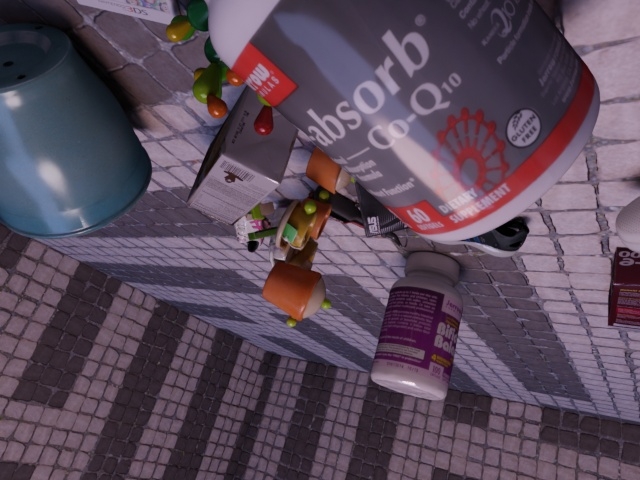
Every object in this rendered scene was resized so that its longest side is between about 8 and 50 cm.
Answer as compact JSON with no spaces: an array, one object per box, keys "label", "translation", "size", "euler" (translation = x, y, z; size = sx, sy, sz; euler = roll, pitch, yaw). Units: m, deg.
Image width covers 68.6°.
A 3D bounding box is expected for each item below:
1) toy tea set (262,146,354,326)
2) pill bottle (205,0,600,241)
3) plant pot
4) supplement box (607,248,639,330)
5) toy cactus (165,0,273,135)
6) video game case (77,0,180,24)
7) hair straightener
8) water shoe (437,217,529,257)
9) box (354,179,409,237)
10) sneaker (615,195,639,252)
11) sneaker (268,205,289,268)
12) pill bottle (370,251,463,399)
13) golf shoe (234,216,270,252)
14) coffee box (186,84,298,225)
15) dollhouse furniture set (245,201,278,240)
[{"label":"toy tea set","translation":[0.000,0.000,0.837],"size":[0.124,0.200,0.336],"euler":[24,135,6]},{"label":"pill bottle","translation":[0.040,-0.181,0.398],"size":[0.362,0.210,0.210],"euler":[38,152,-18]},{"label":"plant pot","translation":[-0.444,-0.187,0.754],"size":[0.271,0.272,0.255],"euler":[13,143,10]},{"label":"supplement box","translation":[0.613,0.101,0.872],"size":[0.130,0.073,0.239],"euler":[3,155,29]},{"label":"toy cactus","translation":[-0.095,-0.233,0.524],"size":[0.112,0.219,0.181],"euler":[-5,132,-35]},{"label":"video game case","translation":[-0.250,-0.332,0.548],"size":[0.143,0.019,0.157],"euler":[15,158,5]},{"label":"hair straightener","translation":[0.086,-0.046,0.941],"size":[0.230,0.047,0.089],"euler":[29,156,-14]},{"label":"water shoe","translation":[0.267,-0.034,0.839],"size":[0.203,0.073,0.080],"euler":[14,137,-2]},{"label":"box","translation":[0.148,-0.079,0.736],"size":[0.184,0.045,0.191],"euler":[-14,153,3]},{"label":"sneaker","translation":[0.435,-0.090,0.520],"size":[0.169,0.108,0.292],"euler":[26,147,-18]},{"label":"sneaker","translation":[-0.080,0.037,1.129],"size":[0.114,0.152,0.305],"euler":[9,159,6]},{"label":"pill bottle","translation":[0.226,0.185,1.053],"size":[0.169,0.302,0.169],"euler":[15,159,6]},{"label":"golf shoe","translation":[-0.170,-0.037,1.110],"size":[0.067,0.086,0.186],"euler":[11,156,19]},{"label":"coffee box","translation":[-0.132,-0.132,0.778],"size":[0.098,0.141,0.246],"euler":[25,158,-20]},{"label":"dollhouse furniture set","translation":[-0.133,-0.080,0.973],"size":[0.058,0.152,0.076],"euler":[-17,-176,-32]}]
